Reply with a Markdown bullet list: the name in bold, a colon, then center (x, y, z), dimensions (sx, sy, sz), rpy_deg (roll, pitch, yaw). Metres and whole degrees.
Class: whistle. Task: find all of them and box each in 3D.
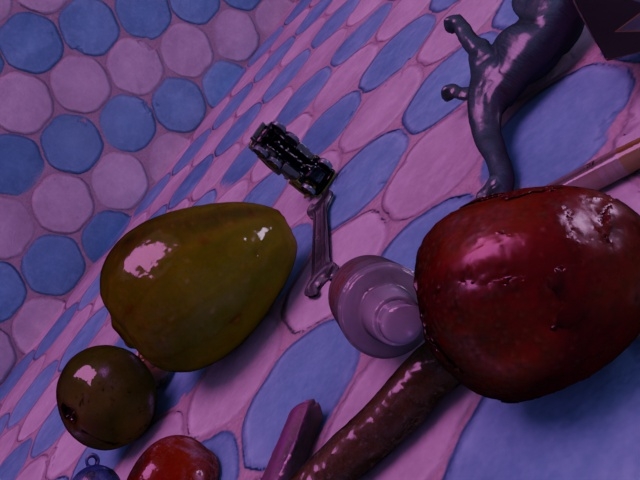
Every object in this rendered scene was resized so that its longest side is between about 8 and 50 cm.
- **whistle**: center (-0.350, 0.412, 1.184), dimensions (0.090, 0.090, 0.158), rpy_deg (-25, 71, 48)

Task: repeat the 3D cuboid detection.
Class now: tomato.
- **tomato**: center (-0.214, 0.324, 1.021), dimensions (0.139, 0.091, 0.159), rpy_deg (-50, 18, -6)

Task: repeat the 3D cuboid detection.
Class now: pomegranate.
- **pomegranate**: center (-0.353, 0.256, 1.319), dimensions (0.210, 0.179, 0.179), rpy_deg (-47, 17, -29)

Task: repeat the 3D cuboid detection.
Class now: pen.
- **pen**: center (0.261, -0.050, 0.795), dimensions (0.233, 0.032, 0.040), rpy_deg (-31, 50, 39)

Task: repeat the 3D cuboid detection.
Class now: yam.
- **yam**: center (0.061, 0.184, 0.758), dimensions (0.274, 0.061, 0.061), rpy_deg (-47, 21, 10)

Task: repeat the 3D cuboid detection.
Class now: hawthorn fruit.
- **hawthorn fruit**: center (0.192, 0.026, 0.624), dimensions (0.235, 0.181, 0.181), rpy_deg (-29, 26, 16)

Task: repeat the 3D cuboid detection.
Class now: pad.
- **pad**: center (0.385, -0.275, 0.870), dimensions (0.163, 0.004, 0.243), rpy_deg (-13, 33, 15)

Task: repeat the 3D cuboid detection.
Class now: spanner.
- **spanner**: center (0.000, 0.000, 1.255), dimensions (0.071, 0.017, 0.302), rpy_deg (-41, 23, 20)

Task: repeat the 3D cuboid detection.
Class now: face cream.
- **face cream**: center (0.065, 0.071, 0.790), dimensions (0.101, 0.101, 0.251), rpy_deg (-49, 3, 0)

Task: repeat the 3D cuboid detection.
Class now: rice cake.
- **rice cake**: center (-0.048, 0.272, 0.854), dimensions (0.047, 0.036, 0.207), rpy_deg (-11, 41, 44)

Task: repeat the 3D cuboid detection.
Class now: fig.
- **fig**: center (-0.190, 0.057, 1.224), dimensions (0.326, 0.258, 0.258), rpy_deg (-36, 21, -1)

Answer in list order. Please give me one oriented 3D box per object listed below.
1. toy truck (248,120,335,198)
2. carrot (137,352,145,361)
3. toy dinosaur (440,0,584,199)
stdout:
- **toy truck**: center (-0.062, -0.152, 1.434), dimensions (0.077, 0.169, 0.100), rpy_deg (-56, 15, -13)
- **carrot**: center (-0.332, 0.170, 1.559), dimensions (0.066, 0.066, 0.314), rpy_deg (-42, 22, 19)
- **toy dinosaur**: center (0.298, -0.238, 0.988), dimensions (0.383, 0.129, 0.331), rpy_deg (-43, 32, 13)
